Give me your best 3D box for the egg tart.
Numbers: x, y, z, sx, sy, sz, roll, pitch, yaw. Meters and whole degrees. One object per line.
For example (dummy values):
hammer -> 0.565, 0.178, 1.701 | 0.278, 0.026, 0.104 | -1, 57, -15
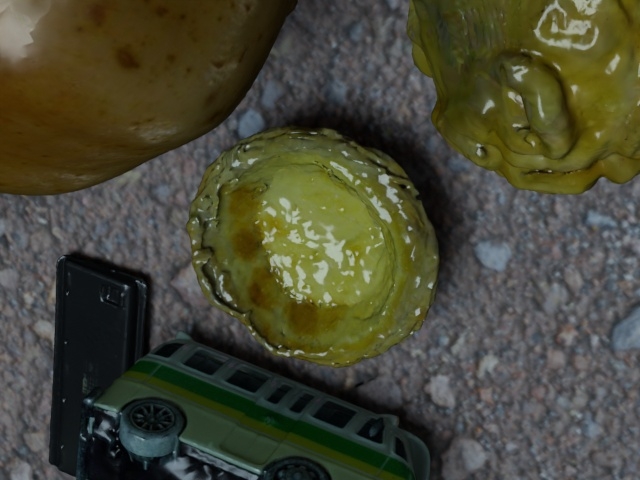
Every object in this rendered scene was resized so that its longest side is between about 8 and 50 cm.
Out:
egg tart -> 0.000, -0.001, 1.393 | 0.212, 0.090, 0.212 | 11, 120, 19

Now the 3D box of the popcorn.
popcorn -> 0.163, -0.148, 1.169 | 0.250, 0.190, 0.250 | 47, 145, 47

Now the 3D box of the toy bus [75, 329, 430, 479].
toy bus -> -0.047, 0.189, 1.467 | 0.276, 0.165, 0.133 | 21, 126, 15

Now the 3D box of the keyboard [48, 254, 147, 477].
keyboard -> -0.195, 0.122, 1.592 | 0.094, 0.025, 0.230 | 19, 121, 19

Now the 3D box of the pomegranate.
pomegranate -> -0.166, -0.212, 1.213 | 0.410, 0.410, 0.410 | 11, 119, 21
